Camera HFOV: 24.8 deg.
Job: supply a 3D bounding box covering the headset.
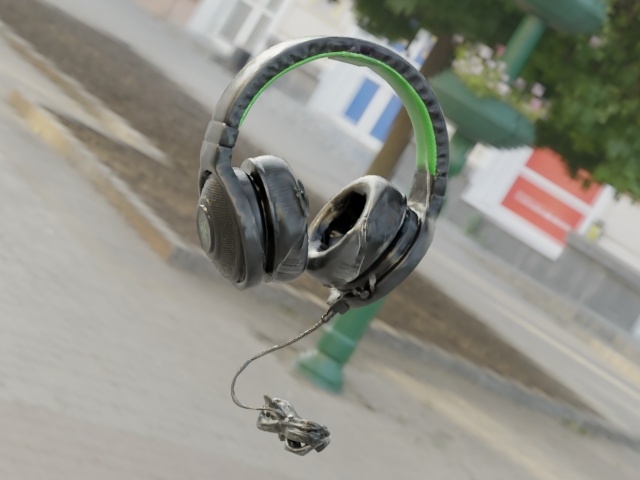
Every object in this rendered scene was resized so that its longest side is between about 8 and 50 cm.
[{"bbox_3d":[0.000,0.000,1.405,0.243,0.394,0.185,11,6,-22],"label":"headset"}]
